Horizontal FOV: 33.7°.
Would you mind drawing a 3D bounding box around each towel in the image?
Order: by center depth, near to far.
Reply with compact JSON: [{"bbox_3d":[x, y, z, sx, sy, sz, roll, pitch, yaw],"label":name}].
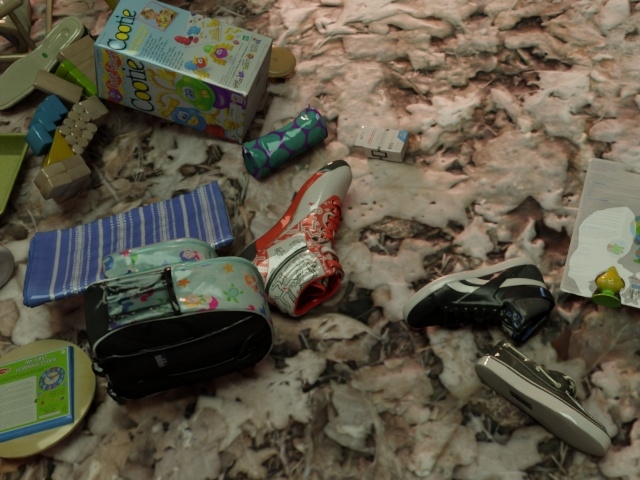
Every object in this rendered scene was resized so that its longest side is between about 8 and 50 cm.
[{"bbox_3d":[-0.310,0.000,1.693,0.336,0.040,0.243,-18,25,-3],"label":"towel"}]

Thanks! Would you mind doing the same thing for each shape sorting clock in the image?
[{"bbox_3d":[-0.437,0.238,1.600,0.206,0.040,0.206,-8,53,10],"label":"shape sorting clock"}]

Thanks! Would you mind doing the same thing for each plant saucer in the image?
[{"bbox_3d":[-0.621,-0.108,1.891,0.188,0.045,0.188,1,54,12],"label":"plant saucer"}]

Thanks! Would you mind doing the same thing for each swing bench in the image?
[{"bbox_3d":[-0.672,-0.462,2.097,0.255,0.165,0.253,-15,53,7],"label":"swing bench"}]

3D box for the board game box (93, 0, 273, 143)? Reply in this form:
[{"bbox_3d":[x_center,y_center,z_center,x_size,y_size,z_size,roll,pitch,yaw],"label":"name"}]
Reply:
[{"bbox_3d":[-0.240,-0.303,1.858,0.275,0.142,0.144,19,57,3],"label":"board game box"}]

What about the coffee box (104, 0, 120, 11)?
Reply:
[{"bbox_3d":[-0.362,-0.708,2.046,0.334,0.337,0.338,-35,78,-15],"label":"coffee box"}]

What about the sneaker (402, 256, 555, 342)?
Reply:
[{"bbox_3d":[0.238,0.106,1.543,0.217,0.079,0.121,-20,51,-6],"label":"sneaker"}]

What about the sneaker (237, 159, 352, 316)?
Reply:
[{"bbox_3d":[0.000,0.001,1.664,0.145,0.090,0.270,33,69,28],"label":"sneaker"}]

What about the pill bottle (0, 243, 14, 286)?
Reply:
[{"bbox_3d":[-0.591,0.018,1.766,0.152,0.086,0.086,29,64,28],"label":"pill bottle"}]

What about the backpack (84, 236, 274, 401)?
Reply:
[{"bbox_3d":[-0.198,0.112,1.536,0.253,0.225,0.191,-9,58,-1],"label":"backpack"}]

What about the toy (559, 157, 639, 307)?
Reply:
[{"bbox_3d":[0.453,-0.004,1.600,0.137,0.056,0.237,12,62,15],"label":"toy"}]

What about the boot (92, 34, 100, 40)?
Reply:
[{"bbox_3d":[-0.406,-0.367,2.051,0.106,0.037,0.114,-13,48,3],"label":"boot"}]

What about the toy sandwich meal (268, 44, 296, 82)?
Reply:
[{"bbox_3d":[-0.086,-0.328,1.964,0.085,0.029,0.085,1,56,-2],"label":"toy sandwich meal"}]

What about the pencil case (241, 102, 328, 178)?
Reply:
[{"bbox_3d":[-0.063,-0.171,1.818,0.152,0.064,0.070,-30,70,-12],"label":"pencil case"}]

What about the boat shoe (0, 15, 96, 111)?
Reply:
[{"bbox_3d":[-0.527,-0.323,2.018,0.233,0.079,0.084,-42,64,0],"label":"boat shoe"}]

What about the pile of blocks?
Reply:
[{"bbox_3d":[-0.463,-0.207,1.883,0.149,0.112,0.362,26,47,-19],"label":"pile of blocks"}]

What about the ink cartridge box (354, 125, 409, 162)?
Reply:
[{"bbox_3d":[0.105,-0.165,1.803,0.083,0.028,0.048,11,57,18],"label":"ink cartridge box"}]

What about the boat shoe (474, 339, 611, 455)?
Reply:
[{"bbox_3d":[0.316,0.209,1.453,0.070,0.078,0.219,-42,56,-18],"label":"boat shoe"}]
